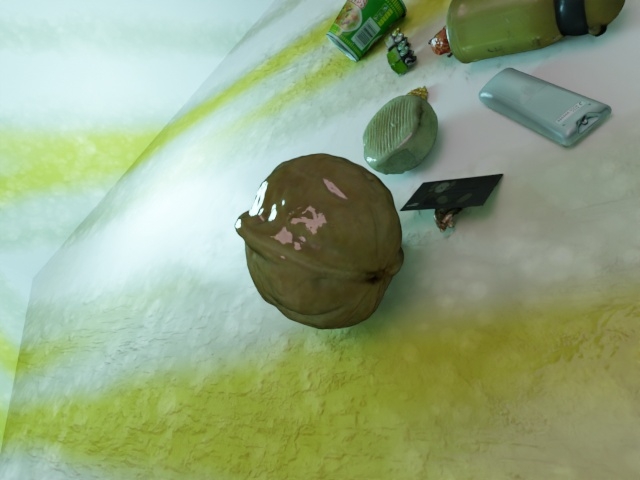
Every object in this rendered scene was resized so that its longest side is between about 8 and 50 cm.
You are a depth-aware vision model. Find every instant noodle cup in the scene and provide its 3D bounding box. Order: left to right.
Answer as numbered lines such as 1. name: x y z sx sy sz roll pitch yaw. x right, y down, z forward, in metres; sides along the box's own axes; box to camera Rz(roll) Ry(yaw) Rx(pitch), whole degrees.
1. instant noodle cup: 0.150 -0.760 1.462 0.232 0.207 0.207 -50 38 14

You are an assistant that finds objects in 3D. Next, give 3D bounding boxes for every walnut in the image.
1. walnut: 0.000 0.000 0.885 0.381 0.381 0.381 -25 45 28

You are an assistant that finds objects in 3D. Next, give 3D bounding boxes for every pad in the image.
1. pad: 0.278 -0.103 0.906 0.190 0.004 0.127 0 36 43

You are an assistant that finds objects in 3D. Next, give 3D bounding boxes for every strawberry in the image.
1. strawberry: 0.377 -0.578 1.159 0.188 0.082 0.121 -48 3 -31

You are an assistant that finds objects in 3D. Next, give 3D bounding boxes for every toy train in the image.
1. toy train: 0.246 -0.598 1.328 0.081 0.060 0.202 -33 40 28

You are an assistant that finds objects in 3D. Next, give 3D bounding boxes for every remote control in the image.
1. remote control: 0.457 -0.300 0.896 0.103 0.051 0.293 -41 41 10

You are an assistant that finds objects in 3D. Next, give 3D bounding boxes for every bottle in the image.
1. bottle: 0.486 -0.524 0.960 0.351 0.171 0.171 9 67 44

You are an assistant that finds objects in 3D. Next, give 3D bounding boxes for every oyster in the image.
1. oyster: 0.281 -0.054 0.895 0.083 0.038 0.080 -14 56 3

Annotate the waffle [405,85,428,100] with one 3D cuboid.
1. waffle: 0.266 -0.399 1.184 0.078 0.016 0.085 -29 44 24

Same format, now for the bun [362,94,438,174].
1. bun: 0.205 -0.263 1.064 0.221 0.108 0.221 -32 42 34
